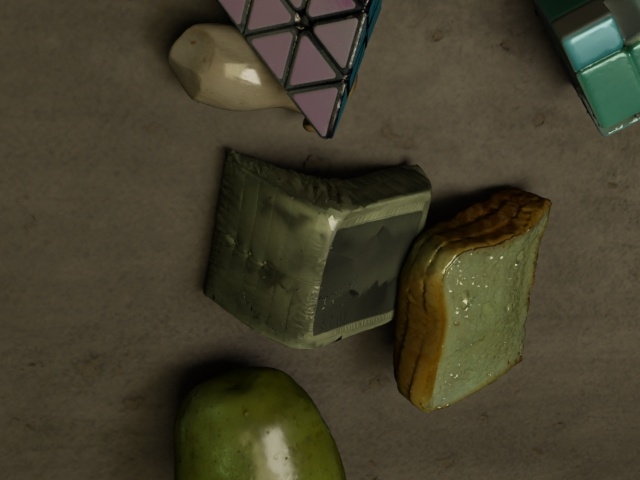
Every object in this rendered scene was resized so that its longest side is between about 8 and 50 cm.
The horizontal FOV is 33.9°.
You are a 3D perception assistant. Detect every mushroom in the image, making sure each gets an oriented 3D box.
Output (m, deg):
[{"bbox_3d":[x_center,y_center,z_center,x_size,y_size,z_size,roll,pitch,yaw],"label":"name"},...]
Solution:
[{"bbox_3d":[-0.062,-0.178,1.144,0.213,0.088,0.097,15,99,-28],"label":"mushroom"}]

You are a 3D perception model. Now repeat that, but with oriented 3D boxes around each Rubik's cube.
[{"bbox_3d":[0.365,-0.258,1.182,0.213,0.224,0.265,-27,127,14],"label":"Rubik's cube"},{"bbox_3d":[-0.023,-0.192,1.087,0.191,0.211,0.178,0,84,6],"label":"Rubik's cube"}]

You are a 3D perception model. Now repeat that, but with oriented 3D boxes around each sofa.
[{"bbox_3d":[0.000,0.000,1.272,0.225,0.176,0.210,-17,127,-44],"label":"sofa"}]

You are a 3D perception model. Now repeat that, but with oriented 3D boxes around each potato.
[{"bbox_3d":[-0.074,0.301,1.336,0.216,0.216,0.304,-15,124,-11],"label":"potato"}]

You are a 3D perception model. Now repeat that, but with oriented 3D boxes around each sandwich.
[{"bbox_3d":[0.193,0.079,1.334,0.226,0.087,0.251,-20,127,-35],"label":"sandwich"}]
